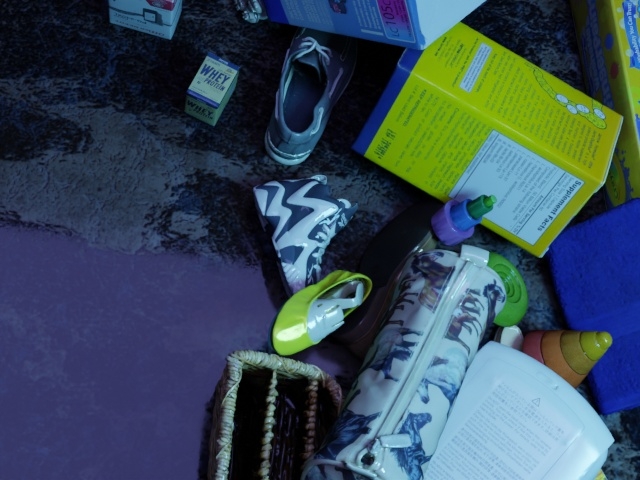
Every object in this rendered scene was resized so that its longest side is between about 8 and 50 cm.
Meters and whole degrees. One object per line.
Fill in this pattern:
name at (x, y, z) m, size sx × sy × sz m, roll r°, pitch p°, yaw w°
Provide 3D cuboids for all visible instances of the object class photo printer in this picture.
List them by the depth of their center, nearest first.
photo printer at (0.255, 0.319, 1.576) m, size 0.256 × 0.107 × 0.307 m, roll 39°, pitch 81°, yaw 19°

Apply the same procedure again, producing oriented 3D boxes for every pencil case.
pencil case at (0.125, 0.194, 1.499) m, size 0.160 × 0.183 × 0.410 m, roll 32°, pitch 59°, yaw -3°

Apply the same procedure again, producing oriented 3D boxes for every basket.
basket at (-0.051, 0.323, 1.503) m, size 0.214 × 0.223 × 0.299 m, roll 8°, pitch 71°, yaw -8°

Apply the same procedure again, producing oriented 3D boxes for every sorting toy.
sorting toy at (0.325, 0.074, 1.653) m, size 0.365 × 0.126 × 0.127 m, roll 54°, pitch 40°, yaw -4°

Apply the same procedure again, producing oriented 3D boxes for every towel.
towel at (0.496, 0.102, 1.695) m, size 0.076 × 0.228 × 0.308 m, roll -2°, pitch 70°, yaw -53°

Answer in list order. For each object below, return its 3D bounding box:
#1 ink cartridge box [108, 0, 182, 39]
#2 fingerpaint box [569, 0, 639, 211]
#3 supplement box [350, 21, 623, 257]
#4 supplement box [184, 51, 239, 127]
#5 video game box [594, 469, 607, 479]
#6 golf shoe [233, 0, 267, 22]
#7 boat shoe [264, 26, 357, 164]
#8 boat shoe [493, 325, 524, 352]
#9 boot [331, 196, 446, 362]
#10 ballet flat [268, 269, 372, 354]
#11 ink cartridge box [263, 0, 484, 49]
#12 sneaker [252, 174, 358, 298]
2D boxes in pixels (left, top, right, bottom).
ink cartridge box at (-0.282, -0.392, 1.724) m, size 0.109 × 0.150 × 0.063 m, roll 15°, pitch 75°, yaw -5°
fingerpaint box at (0.661, -0.261, 1.847) m, size 0.371 × 0.163 × 0.444 m, roll -1°, pitch 73°, yaw -10°
supplement box at (0.264, -0.172, 1.701) m, size 0.357 × 0.194 × 0.195 m, roll 30°, pitch 46°, yaw 0°
supplement box at (-0.176, -0.243, 1.731) m, size 0.056 × 0.083 × 0.083 m, roll 26°, pitch 70°, yaw -1°
video game box at (0.374, 0.453, 1.633) m, size 0.205 × 0.048 × 0.187 m, roll -27°, pitch 81°, yaw -17°
golf shoe at (-0.120, -0.455, 1.829) m, size 0.086 × 0.069 × 0.176 m, roll -20°, pitch 82°, yaw -33°
boat shoe at (-0.006, -0.279, 1.765) m, size 0.116 × 0.099 × 0.319 m, roll 20°, pitch 70°, yaw -3°
boat shoe at (0.309, 0.210, 1.689) m, size 0.063 × 0.059 × 0.170 m, roll 1°, pitch 73°, yaw -10°
boot at (0.128, 0.064, 1.701) m, size 0.115 × 0.112 × 0.305 m, roll 46°, pitch 62°, yaw -27°
ballet flat at (0.008, 0.097, 1.547) m, size 0.077 × 0.231 × 0.077 m, roll -2°, pitch 108°, yaw 28°
ink cartridge box at (0.077, -0.455, 1.721) m, size 0.396 × 0.151 × 0.270 m, roll 19°, pitch 48°, yaw 41°
sneaker at (0.000, 0.000, 1.680) m, size 0.153 × 0.094 × 0.235 m, roll -19°, pitch 67°, yaw -7°
